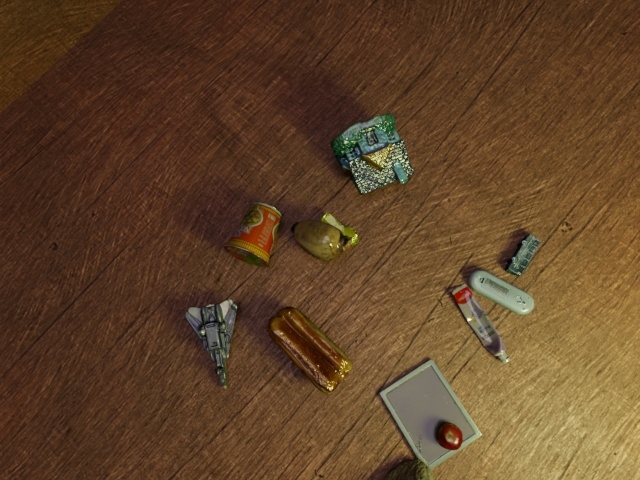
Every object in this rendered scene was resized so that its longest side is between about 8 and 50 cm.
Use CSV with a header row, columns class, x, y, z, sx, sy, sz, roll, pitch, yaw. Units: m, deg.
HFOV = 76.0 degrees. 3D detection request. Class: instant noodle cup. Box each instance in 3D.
class,x,y,z,sx,sy,sz,roll,pitch,yaw
instant noodle cup,-0.243,-0.028,1.588,0.192,0.193,0.212,18,70,10

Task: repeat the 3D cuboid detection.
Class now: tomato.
class,x,y,z,sx,sy,sz,roll,pitch,yaw
tomato,0.432,0.653,1.365,0.087,0.075,0.088,-2,71,7

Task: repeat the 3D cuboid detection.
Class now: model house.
class,x,y,z,sx,sy,sz,roll,pitch,yaw
model house,0.204,-0.307,1.582,0.261,0.226,0.241,-23,75,2

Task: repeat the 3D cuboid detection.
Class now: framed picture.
class,x,y,z,sx,sy,sz,roll,pitch,yaw
framed picture,0.380,0.604,1.433,0.232,0.019,0.296,-30,74,-3

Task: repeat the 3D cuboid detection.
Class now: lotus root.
class,x,y,z,sx,sy,sz,roll,pitch,yaw
lotus root,0.000,0.000,1.561,0.256,0.154,0.140,19,82,29

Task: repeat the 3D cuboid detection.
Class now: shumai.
class,x,y,z,sx,sy,sz,roll,pitch,yaw
shumai,0.299,0.838,1.329,0.209,0.161,0.153,-43,105,-36

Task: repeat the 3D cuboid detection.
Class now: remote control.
class,x,y,z,sx,sy,sz,roll,pitch,yaw
remote control,0.660,0.188,1.499,0.244,0.047,0.087,28,77,10

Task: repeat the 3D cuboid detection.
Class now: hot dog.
class,x,y,z,sx,sy,sz,roll,pitch,yaw
hot dog,-0.046,0.391,1.480,0.348,0.117,0.158,41,63,12

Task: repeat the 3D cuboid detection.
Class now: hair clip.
class,x,y,z,sx,sy,sz,roll,pitch,yaw
hair clip,0.078,-0.039,1.616,0.173,0.046,0.072,36,91,14

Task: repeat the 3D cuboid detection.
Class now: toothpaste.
class,x,y,z,sx,sy,sz,roll,pitch,yaw
toothpaste,0.581,0.300,1.480,0.075,0.048,0.301,-30,72,2

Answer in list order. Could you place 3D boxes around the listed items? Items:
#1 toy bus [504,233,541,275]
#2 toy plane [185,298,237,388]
class,x,y,z,sx,sy,sz,roll,pitch,yaw
toy bus,0.752,0.055,1.525,0.065,0.047,0.166,33,80,9
toy plane,-0.386,0.390,1.520,0.203,0.103,0.317,-12,74,2
